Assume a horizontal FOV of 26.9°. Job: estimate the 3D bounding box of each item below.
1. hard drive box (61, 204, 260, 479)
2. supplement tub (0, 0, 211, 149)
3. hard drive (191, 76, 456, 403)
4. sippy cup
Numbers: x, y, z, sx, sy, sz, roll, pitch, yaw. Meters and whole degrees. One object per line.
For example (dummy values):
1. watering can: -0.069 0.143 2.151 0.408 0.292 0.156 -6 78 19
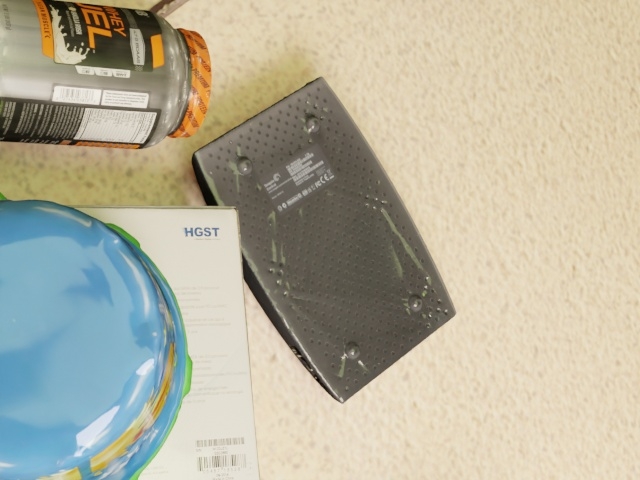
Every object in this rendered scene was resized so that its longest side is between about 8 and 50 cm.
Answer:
1. hard drive box: -0.154 0.092 1.074 0.181 0.089 0.232 1 80 -29
2. supplement tub: -0.192 -0.134 1.084 0.190 0.117 0.117 1 79 -30
3. hard drive: 0.000 0.000 1.199 0.172 0.054 0.254 -35 99 -30
4. sippy cup: -0.195 0.073 0.884 0.305 0.224 0.240 31 77 -5
